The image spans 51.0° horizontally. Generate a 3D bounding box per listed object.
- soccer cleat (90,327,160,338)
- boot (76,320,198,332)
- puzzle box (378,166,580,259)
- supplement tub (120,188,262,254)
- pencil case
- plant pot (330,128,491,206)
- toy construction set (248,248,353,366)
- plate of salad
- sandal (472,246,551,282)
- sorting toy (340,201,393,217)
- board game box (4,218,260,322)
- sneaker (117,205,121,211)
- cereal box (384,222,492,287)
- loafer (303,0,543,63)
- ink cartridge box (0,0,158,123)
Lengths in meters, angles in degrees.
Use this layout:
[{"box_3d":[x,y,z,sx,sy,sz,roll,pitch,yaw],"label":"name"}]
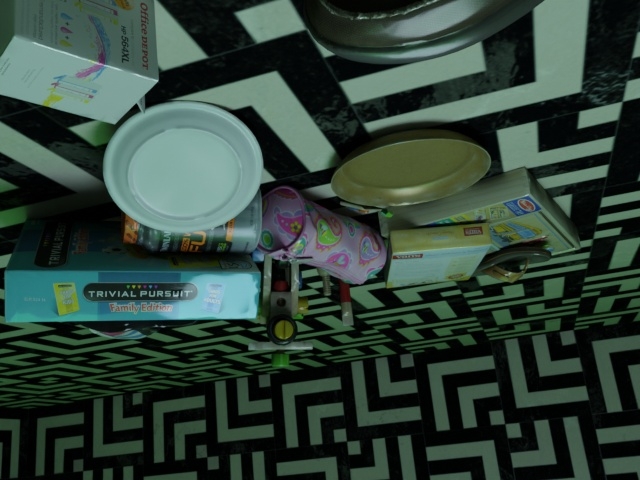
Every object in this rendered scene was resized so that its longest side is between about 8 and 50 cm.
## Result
[{"box_3d":[-0.483,0.169,1.501,0.143,0.116,0.331,-9,162,9],"label":"soccer cleat"},{"box_3d":[-0.361,0.131,1.368,0.264,0.096,0.280,-4,175,-9],"label":"boot"},{"box_3d":[0.322,-0.018,1.292,0.272,0.052,0.409,-17,158,28],"label":"puzzle box"},{"box_3d":[-0.188,-0.039,0.971,0.190,0.117,0.117,1,160,-20],"label":"supplement tub"},{"box_3d":[0.000,0.000,1.142,0.124,0.124,0.284,-16,160,29],"label":"pencil case"},{"box_3d":[0.131,-0.108,0.996,0.236,0.032,0.236,-5,162,-2],"label":"plant pot"},{"box_3d":[-0.052,0.145,1.370,0.308,0.237,0.257,6,158,-32],"label":"toy construction set"},{"box_3d":[-0.173,-0.093,0.858,0.199,0.048,0.200,-8,131,-10],"label":"plate of salad"},{"box_3d":[0.361,0.061,1.359,0.219,0.060,0.090,-16,159,28],"label":"sandal"},{"box_3d":[0.080,-0.051,1.113,0.062,0.012,0.083,3,-171,-41],"label":"sorting toy"},{"box_3d":[-0.282,0.038,1.025,0.335,0.079,0.254,2,-164,-18],"label":"board game box"},{"box_3d":[-0.298,-0.053,1.023,0.031,0.035,0.083,-1,161,-12],"label":"sneaker"},{"box_3d":[0.209,0.032,1.248,0.172,0.047,0.240,-5,161,0],"label":"cereal box"},{"box_3d":[0.142,-0.249,0.460,0.365,0.134,0.130,-22,153,15],"label":"loafer"},{"box_3d":[-0.214,-0.174,0.599,0.143,0.092,0.090,9,156,-41],"label":"ink cartridge box"}]
